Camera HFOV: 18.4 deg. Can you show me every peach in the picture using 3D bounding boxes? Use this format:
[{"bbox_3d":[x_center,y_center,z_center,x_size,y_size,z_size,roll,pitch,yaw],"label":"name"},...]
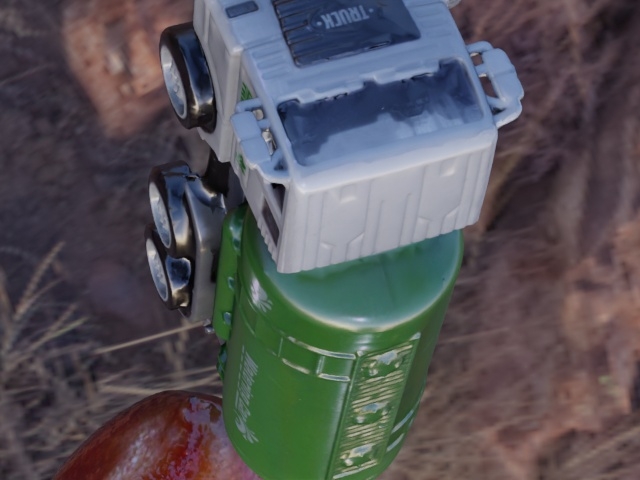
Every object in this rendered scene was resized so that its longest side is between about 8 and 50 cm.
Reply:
[{"bbox_3d":[-0.108,0.212,1.194,0.159,0.267,0.154,14,46,5],"label":"peach"}]

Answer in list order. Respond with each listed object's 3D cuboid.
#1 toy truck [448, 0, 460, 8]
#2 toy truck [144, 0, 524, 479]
[{"bbox_3d":[0.094,-0.232,1.025,0.177,0.363,0.178,-29,94,-12],"label":"toy truck"},{"bbox_3d":[0.000,0.000,0.739,0.101,0.242,0.125,-14,61,-15],"label":"toy truck"}]
